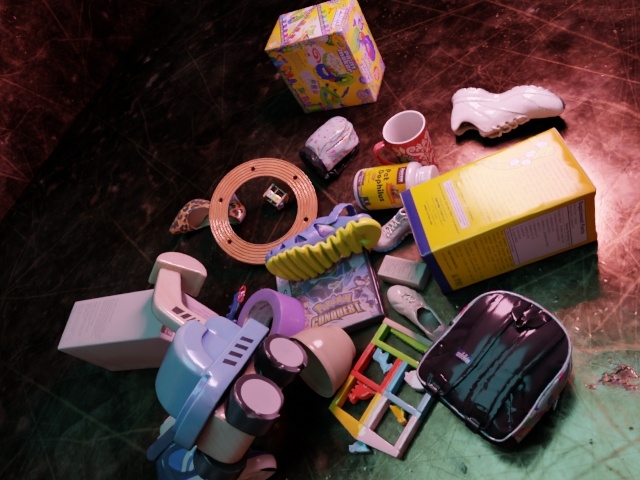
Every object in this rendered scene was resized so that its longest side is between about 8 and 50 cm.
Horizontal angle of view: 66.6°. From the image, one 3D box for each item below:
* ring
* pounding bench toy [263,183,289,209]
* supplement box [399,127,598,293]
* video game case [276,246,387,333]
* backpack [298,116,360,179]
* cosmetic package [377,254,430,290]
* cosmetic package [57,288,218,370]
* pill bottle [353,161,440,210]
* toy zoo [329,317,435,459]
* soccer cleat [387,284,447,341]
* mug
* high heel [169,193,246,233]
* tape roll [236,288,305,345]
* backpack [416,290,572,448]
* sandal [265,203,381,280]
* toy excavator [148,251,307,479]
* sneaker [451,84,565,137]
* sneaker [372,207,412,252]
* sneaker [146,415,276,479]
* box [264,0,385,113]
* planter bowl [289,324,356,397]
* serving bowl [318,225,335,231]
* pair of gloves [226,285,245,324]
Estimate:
[{"bbox_3d":[-0.174,-0.090,1.481,0.337,0.032,0.336,-2,75,8],"label":"ring"},{"bbox_3d":[-0.135,-0.132,1.549,0.065,0.083,0.052,37,83,9],"label":"pounding bench toy"},{"bbox_3d":[0.392,-0.057,1.091,0.357,0.194,0.195,-22,51,15],"label":"supplement box"},{"bbox_3d":[0.017,0.140,1.281,0.275,0.035,0.248,-24,50,15],"label":"video game case"},{"bbox_3d":[0.032,-0.294,1.518,0.182,0.115,0.152,-41,45,-4],"label":"backpack"},{"bbox_3d":[0.207,0.080,1.208,0.115,0.041,0.060,14,67,36],"label":"cosmetic package"},{"bbox_3d":[-0.514,0.261,1.391,0.385,0.217,0.156,-11,55,22],"label":"cosmetic package"},{"bbox_3d":[0.205,-0.146,1.305,0.215,0.117,0.117,-4,57,33],"label":"pill bottle"},{"bbox_3d":[0.146,0.335,1.075,0.192,0.030,0.293,25,73,39],"label":"toy zoo"},{"bbox_3d":[0.221,0.158,1.122,0.068,0.076,0.196,-44,48,-3],"label":"soccer cleat"},{"bbox_3d":[0.236,-0.252,1.333,0.150,0.169,0.113,0,60,31],"label":"mug"},{"bbox_3d":[-0.375,-0.064,1.606,0.261,0.093,0.186,-32,42,-5],"label":"high heel"},{"bbox_3d":[-0.130,0.223,1.241,0.189,0.080,0.188,-26,52,38],"label":"tape roll"},{"bbox_3d":[0.342,0.233,0.923,0.225,0.191,0.253,36,88,39],"label":"backpack"},{"bbox_3d":[0.000,0.000,1.294,0.318,0.126,0.138,-22,46,4],"label":"sandal"},{"bbox_3d":[-0.264,0.227,1.085,0.222,0.445,0.433,-59,-2,26],"label":"toy excavator"},{"bbox_3d":[0.491,-0.334,1.304,0.297,0.111,0.129,7,79,38],"label":"sneaker"},{"bbox_3d":[0.203,-0.043,1.269,0.191,0.083,0.071,-34,50,8],"label":"sneaker"},{"bbox_3d":[-0.259,0.465,1.155,0.323,0.130,0.236,-25,54,20],"label":"sneaker"},{"bbox_3d":[0.024,-0.600,1.614,0.279,0.290,0.176,0,59,29],"label":"box"},{"bbox_3d":[0.013,0.264,1.134,0.109,0.162,0.162,-32,42,-29],"label":"planter bowl"},{"bbox_3d":[0.009,-0.023,1.400,0.084,0.027,0.083,-14,47,16],"label":"serving bowl"},{"bbox_3d":[-0.244,0.222,1.323,0.159,0.023,0.198,126,159,-54],"label":"pair of gloves"}]
